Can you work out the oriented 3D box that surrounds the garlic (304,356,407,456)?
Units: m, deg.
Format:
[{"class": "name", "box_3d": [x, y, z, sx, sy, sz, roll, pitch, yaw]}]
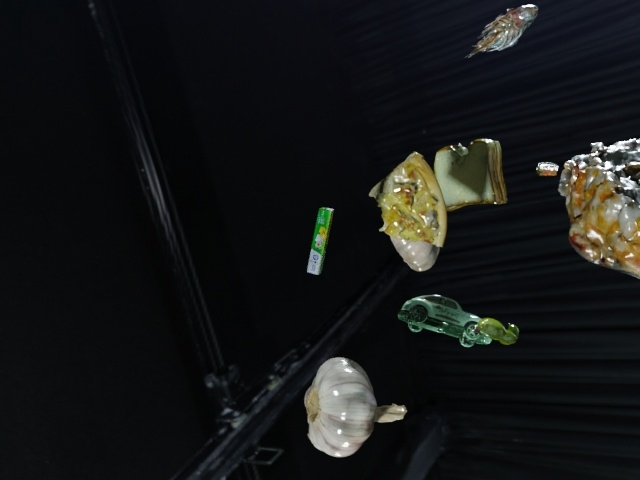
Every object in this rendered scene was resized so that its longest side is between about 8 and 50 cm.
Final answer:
[{"class": "garlic", "box_3d": [0.095, 0.426, 1.670, 0.253, 0.245, 0.245, 7, -105, -13]}]

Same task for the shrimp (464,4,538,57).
[{"class": "shrimp", "box_3d": [0.484, -0.553, 1.762, 0.079, 0.233, 0.090, -21, -98, -50]}]

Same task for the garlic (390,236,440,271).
[{"class": "garlic", "box_3d": [0.352, 0.000, 2.406, 0.228, 0.152, 0.228, 51, -168, -16]}]

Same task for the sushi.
[{"class": "sushi", "box_3d": [0.623, -0.057, 1.142, 0.417, 0.417, 0.176, -48, -28, -46]}]

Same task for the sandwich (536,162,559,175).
[{"class": "sandwich", "box_3d": [0.835, -0.263, 2.405, 0.069, 0.101, 0.026, -111, 23, -51]}]

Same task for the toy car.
[{"class": "toy car", "box_3d": [0.406, 0.249, 2.111, 0.136, 0.305, 0.125, 79, -153, -68]}]

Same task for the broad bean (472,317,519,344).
[{"class": "broad bean", "box_3d": [0.479, 0.245, 1.779, 0.213, 0.048, 0.070, 14, -132, -44]}]

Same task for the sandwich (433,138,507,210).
[{"class": "sandwich", "box_3d": [0.549, -0.244, 2.437, 0.095, 0.273, 0.249, -5, -91, -40]}]

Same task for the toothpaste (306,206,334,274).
[{"class": "toothpaste", "box_3d": [0.000, 0.000, 1.759, 0.043, 0.037, 0.178, -42, -37, -80]}]

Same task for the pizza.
[{"class": "pizza", "box_3d": [0.270, -0.104, 2.017, 0.089, 0.223, 0.323, -72, -35, -65]}]
